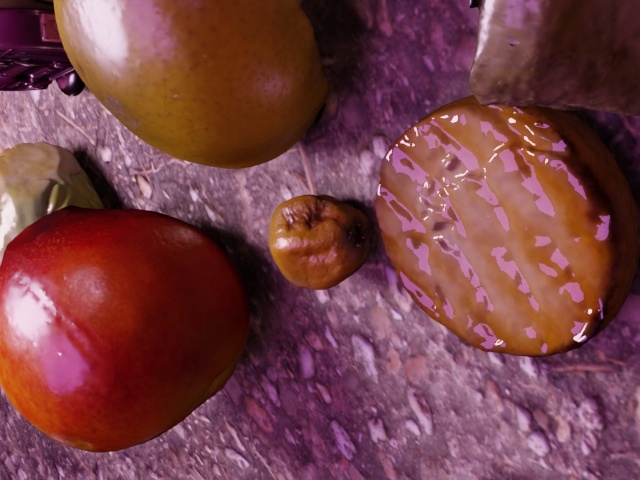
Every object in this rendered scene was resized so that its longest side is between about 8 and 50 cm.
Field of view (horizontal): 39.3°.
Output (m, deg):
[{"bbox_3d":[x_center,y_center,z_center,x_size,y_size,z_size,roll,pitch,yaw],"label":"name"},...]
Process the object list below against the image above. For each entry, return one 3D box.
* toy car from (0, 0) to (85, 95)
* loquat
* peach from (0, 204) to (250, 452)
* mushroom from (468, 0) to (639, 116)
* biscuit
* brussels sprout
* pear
[{"bbox_3d":[-0.466,-0.353,1.358,0.341,0.271,0.240,-7,88,48],"label":"toy car"},{"bbox_3d":[0.000,0.000,1.170,0.137,0.113,0.137,5,101,26],"label":"loquat"},{"bbox_3d":[-0.310,0.120,1.345,0.388,0.388,0.388,24,127,35],"label":"peach"},{"bbox_3d":[0.246,-0.199,0.719,0.212,0.217,0.292,39,134,19],"label":"mushroom"},{"bbox_3d":[0.199,-0.017,0.962,0.296,0.102,0.296,20,124,33],"label":"biscuit"},{"bbox_3d":[-0.512,0.007,1.576,0.344,0.268,0.344,21,120,43],"label":"brussels sprout"},{"bbox_3d":[-0.173,-0.213,1.042,0.340,0.191,0.386,26,158,38],"label":"pear"}]
